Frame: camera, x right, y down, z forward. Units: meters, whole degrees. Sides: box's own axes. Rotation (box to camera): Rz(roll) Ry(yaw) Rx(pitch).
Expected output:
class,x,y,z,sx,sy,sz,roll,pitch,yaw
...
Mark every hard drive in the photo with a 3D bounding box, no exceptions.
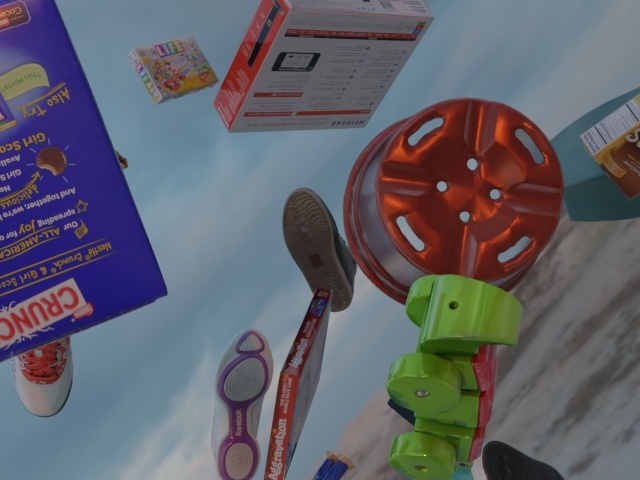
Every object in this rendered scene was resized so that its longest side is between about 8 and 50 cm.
class,x,y,z,sx,sy,sz,roll,pitch,yaw
hard drive,0.183,0.313,1.640,0.135,0.094,0.022,35,-90,-45

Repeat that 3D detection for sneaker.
class,x,y,z,sx,sy,sz,roll,pitch,yaw
sneaker,-0.393,0.133,1.329,0.145,0.090,0.270,-112,30,-81
sneaker,0.249,0.395,1.411,0.178,0.295,0.123,-25,43,33
sneaker,-0.172,0.320,1.899,0.152,0.114,0.305,-165,84,-72
sneaker,0.000,0.000,1.603,0.083,0.222,0.118,-12,23,16

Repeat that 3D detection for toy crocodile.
class,x,y,z,sx,sy,sz,roll,pitch,yaw
toy crocodile,0.125,0.140,0.908,0.340,0.105,0.115,84,-160,-51

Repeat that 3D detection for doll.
class,x,y,z,sx,sy,sz,roll,pitch,yaw
doll,-0.012,0.477,1.764,0.189,0.046,0.129,-52,24,-25

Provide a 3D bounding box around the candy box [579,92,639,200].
class,x,y,z,sx,sy,sz,roll,pitch,yaw
candy box,0.446,-0.146,1.244,0.187,0.109,0.053,-37,38,20

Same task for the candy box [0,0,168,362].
class,x,y,z,sx,sy,sz,roll,pitch,yaw
candy box,-0.330,-0.047,0.934,0.268,0.317,0.122,-21,6,-9

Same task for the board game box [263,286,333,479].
class,x,y,z,sx,sy,sz,roll,pitch,yaw
board game box,-0.024,0.174,1.217,0.281,0.027,0.145,-63,-18,-71

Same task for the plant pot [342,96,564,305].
class,x,y,z,sx,sy,sz,roll,pitch,yaw
plant pot,0.162,-0.047,1.141,0.272,0.272,0.265,-49,-4,-2

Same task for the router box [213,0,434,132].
class,x,y,z,sx,sy,sz,roll,pitch,yaw
router box,0.003,-0.338,1.803,0.335,0.082,0.301,-6,-35,-37

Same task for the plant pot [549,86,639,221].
class,x,y,z,sx,sy,sz,roll,pitch,yaw
plant pot,0.517,-0.137,1.641,0.234,0.165,0.165,-19,-39,13

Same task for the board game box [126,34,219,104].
class,x,y,z,sx,sy,sz,roll,pitch,yaw
board game box,-0.267,-0.313,1.749,0.026,0.103,0.154,-32,-1,41

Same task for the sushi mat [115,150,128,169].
class,x,y,z,sx,sy,sz,roll,pitch,yaw
sushi mat,-0.548,-0.165,1.988,0.317,0.151,0.019,-15,40,38
